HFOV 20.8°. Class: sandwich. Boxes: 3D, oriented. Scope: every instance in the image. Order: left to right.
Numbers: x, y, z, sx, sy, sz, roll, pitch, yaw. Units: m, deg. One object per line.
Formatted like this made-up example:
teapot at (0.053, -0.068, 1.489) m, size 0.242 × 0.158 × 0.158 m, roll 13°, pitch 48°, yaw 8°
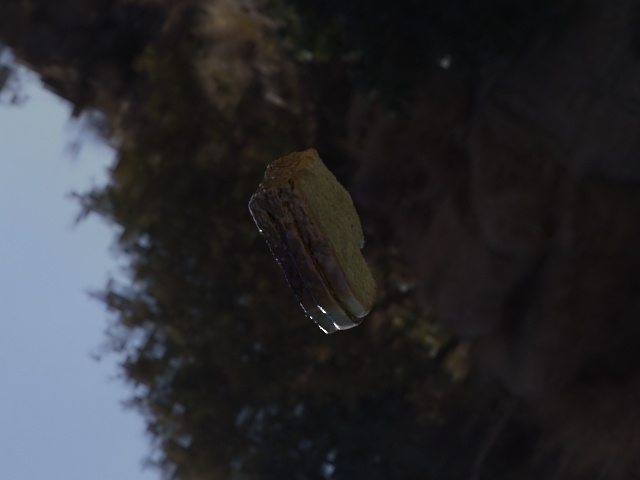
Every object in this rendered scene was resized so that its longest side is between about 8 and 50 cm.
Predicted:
sandwich at (0.000, 0.000, 1.038) m, size 0.105 × 0.035 × 0.093 m, roll 63°, pitch -162°, yaw -10°
